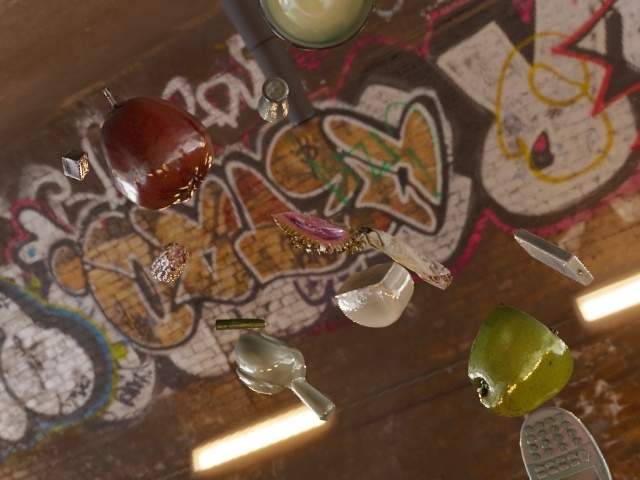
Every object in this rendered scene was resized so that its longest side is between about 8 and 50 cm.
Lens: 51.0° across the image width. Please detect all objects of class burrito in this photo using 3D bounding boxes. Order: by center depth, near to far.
[{"bbox_3d":[0.307,0.061,2.394,0.076,0.392,0.117,-56,-170,23],"label":"burrito"}]

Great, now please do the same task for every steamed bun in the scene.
[{"bbox_3d":[0.184,0.180,2.147,0.242,0.164,0.146,-23,-160,45],"label":"steamed bun"}]

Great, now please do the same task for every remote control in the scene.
[{"bbox_3d":[0.480,0.030,1.397,0.029,0.087,0.190,-48,-154,1],"label":"remote control"}]

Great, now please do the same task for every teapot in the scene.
[{"bbox_3d":[-0.111,0.363,1.842,0.318,0.220,0.149,22,-91,50],"label":"teapot"}]

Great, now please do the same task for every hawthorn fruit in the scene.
[{"bbox_3d":[-0.453,-0.240,1.824,0.325,0.308,0.308,21,-154,13],"label":"hawthorn fruit"}]

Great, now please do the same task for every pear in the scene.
[{"bbox_3d":[0.643,0.430,2.198,0.318,0.342,0.238,-48,-154,-12],"label":"pear"}]

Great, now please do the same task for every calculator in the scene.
[{"bbox_3d":[0.591,0.548,1.613,0.184,0.295,0.042,-31,153,24],"label":"calculator"}]

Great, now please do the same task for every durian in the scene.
[{"bbox_3d":[0.001,-0.001,2.238,0.341,0.191,0.112,14,-112,25],"label":"durian"}]

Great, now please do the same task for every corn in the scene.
[{"bbox_3d":[-0.435,0.059,1.939,0.092,0.092,0.280,-33,178,-25],"label":"corn"}]

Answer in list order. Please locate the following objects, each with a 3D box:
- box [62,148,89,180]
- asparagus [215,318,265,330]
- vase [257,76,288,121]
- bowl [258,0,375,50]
[{"bbox_3d":[-0.764,-0.240,2.094,0.084,0.063,0.060,105,5,-46],"label":"box"},{"bbox_3d":[-0.280,0.291,2.345,0.178,0.041,0.045,-2,155,1],"label":"asparagus"},{"bbox_3d":[-0.136,-0.416,1.973,0.096,0.096,0.219,-29,-178,-6],"label":"vase"},{"bbox_3d":[-0.016,-0.746,2.008,0.354,0.354,0.185,-28,-167,3],"label":"bowl"}]
